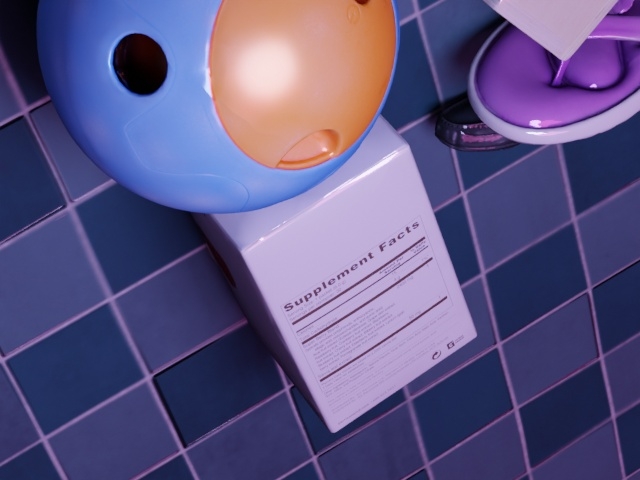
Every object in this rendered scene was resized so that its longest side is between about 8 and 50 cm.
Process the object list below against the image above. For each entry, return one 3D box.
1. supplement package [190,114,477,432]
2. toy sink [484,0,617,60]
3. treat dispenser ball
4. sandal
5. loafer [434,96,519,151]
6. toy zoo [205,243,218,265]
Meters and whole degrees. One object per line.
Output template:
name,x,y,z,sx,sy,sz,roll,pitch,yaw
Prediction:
supplement package,0.000,0.000,1.761,0.175,0.177,0.293,-33,139,-8
toy sink,0.220,-0.310,1.730,0.234,0.153,0.131,-50,136,11
treat dispenser ball,-0.080,-0.165,1.533,0.288,0.288,0.288,-19,134,-22
sandal,0.301,-0.231,1.853,0.416,0.169,0.102,-33,142,-27
loafer,0.208,-0.150,1.917,0.223,0.076,0.078,-21,129,-27
toy zoo,-0.047,-0.123,1.783,0.192,0.030,0.293,-29,136,-13
